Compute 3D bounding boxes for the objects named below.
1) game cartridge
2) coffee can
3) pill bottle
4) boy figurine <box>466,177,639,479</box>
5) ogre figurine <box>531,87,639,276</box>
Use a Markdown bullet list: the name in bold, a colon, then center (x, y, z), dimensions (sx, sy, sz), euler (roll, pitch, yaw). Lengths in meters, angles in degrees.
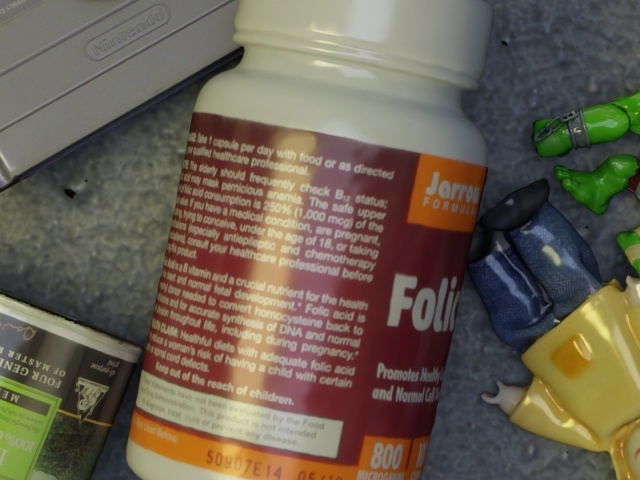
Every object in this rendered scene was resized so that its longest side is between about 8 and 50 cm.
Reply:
- **game cartridge**: center (-0.186, -0.203, 1.541), dimensions (0.355, 0.068, 0.230), euler (-32, 85, -22)
- **coffee can**: center (-0.275, 0.170, 1.491), dimensions (0.201, 0.201, 0.275), euler (22, 86, -2)
- **pill bottle**: center (0.000, 0.000, 1.487), dimensions (0.224, 0.224, 0.392), euler (11, 92, -2)
- **boy figurine**: center (0.207, 0.098, 1.565), dimensions (0.177, 0.092, 0.285), euler (-35, 85, 25)
- **ogre figurine**: center (0.270, -0.046, 1.587), dimensions (0.118, 0.097, 0.197), euler (-42, 74, 14)
